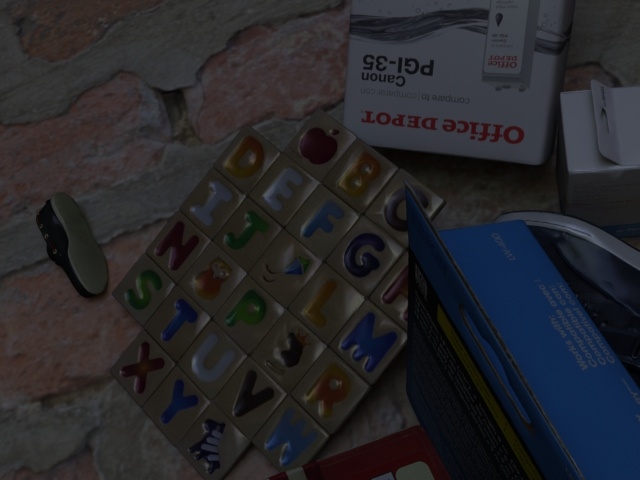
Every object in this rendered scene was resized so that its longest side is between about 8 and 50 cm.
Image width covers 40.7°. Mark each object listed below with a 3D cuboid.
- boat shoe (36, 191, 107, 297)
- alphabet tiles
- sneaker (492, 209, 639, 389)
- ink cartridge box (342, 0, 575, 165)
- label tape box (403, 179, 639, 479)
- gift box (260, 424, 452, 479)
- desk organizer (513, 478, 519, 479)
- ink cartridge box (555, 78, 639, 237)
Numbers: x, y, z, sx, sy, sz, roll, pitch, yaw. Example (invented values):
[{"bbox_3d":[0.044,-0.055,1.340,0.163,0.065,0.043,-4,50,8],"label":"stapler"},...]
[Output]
[{"bbox_3d":[-0.272,0.010,0.944,0.042,0.049,0.133,-41,64,22],"label":"boat shoe"},{"bbox_3d":[-0.050,0.049,0.830,0.285,0.011,0.342,40,93,28],"label":"alphabet tiles"},{"bbox_3d":[0.227,0.074,0.765,0.226,0.086,0.163,25,67,23],"label":"sneaker"},{"bbox_3d":[0.141,-0.225,0.843,0.207,0.117,0.283,9,105,18],"label":"ink cartridge box"},{"bbox_3d":[0.154,0.122,0.607,0.105,0.334,0.241,-22,59,-9],"label":"label tape box"},{"bbox_3d":[0.022,0.309,0.591,0.276,0.258,0.255,-11,55,-16],"label":"gift box"},{"bbox_3d":[0.073,0.193,0.488,0.130,0.047,0.050,-24,99,-9],"label":"desk organizer"},{"bbox_3d":[0.270,-0.075,0.804,0.089,0.143,0.092,-4,61,11],"label":"ink cartridge box"}]
